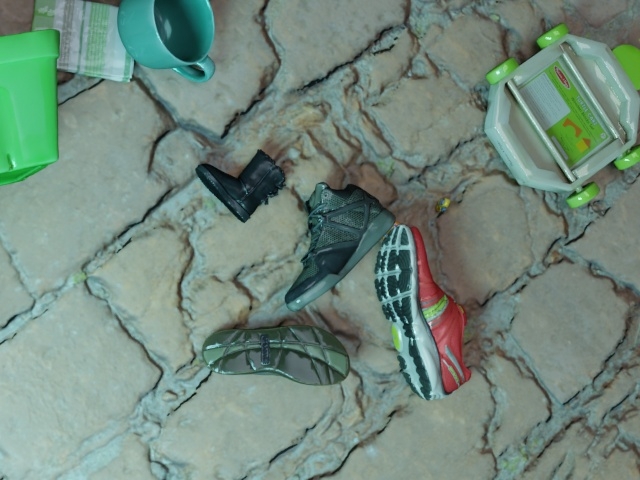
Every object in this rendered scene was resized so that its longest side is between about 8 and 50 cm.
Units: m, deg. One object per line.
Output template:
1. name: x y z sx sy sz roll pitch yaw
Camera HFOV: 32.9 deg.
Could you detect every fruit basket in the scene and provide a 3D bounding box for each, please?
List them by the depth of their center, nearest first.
1. fruit basket: -0.546 -0.229 1.389 0.392 0.283 0.391 5 81 -31

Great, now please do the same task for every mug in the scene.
1. mug: -0.230 -0.302 1.582 0.129 0.097 0.157 -21 105 -52

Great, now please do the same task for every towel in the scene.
1. towel: -0.348 -0.297 1.596 0.152 0.023 0.113 7 79 -15

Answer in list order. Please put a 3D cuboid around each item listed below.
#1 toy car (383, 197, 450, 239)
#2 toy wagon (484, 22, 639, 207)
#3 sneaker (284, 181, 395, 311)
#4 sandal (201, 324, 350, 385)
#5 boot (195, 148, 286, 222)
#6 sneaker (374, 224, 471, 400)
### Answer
1. toy car: 0.153 -0.037 1.716 0.060 0.040 0.122 42 74 -9
2. toy wagon: 0.439 -0.229 1.818 0.344 0.068 0.267 -36 95 -19
3. sneaker: 0.000 0.000 1.640 0.130 0.087 0.227 45 70 -7
4. sandal: -0.066 0.173 1.616 0.219 0.060 0.090 0 77 -4
5. boot: -0.116 -0.097 1.633 0.121 0.045 0.099 47 75 -15
6. sneaker: 0.167 0.105 1.684 0.118 0.107 0.279 -16 99 -27
